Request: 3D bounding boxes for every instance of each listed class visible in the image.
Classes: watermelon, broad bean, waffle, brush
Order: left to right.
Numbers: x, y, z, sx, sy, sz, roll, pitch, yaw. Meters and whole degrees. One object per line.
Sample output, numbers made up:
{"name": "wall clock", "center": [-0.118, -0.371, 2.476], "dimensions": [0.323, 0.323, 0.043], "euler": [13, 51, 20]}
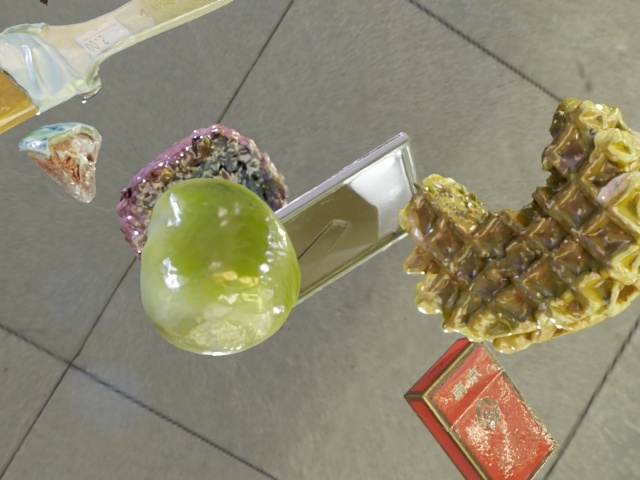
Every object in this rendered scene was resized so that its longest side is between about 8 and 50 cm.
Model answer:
{"name": "watermelon", "center": [-0.382, -0.130, 1.450], "dimensions": [0.071, 0.187, 0.139], "euler": [-24, 93, 20]}
{"name": "brush", "center": [-0.179, -0.179, 0.786], "dimensions": [0.085, 0.020, 0.336], "euler": [44, 49, 6]}
{"name": "broad bean", "center": [-0.080, 0.019, 0.713], "dimensions": [0.125, 0.174, 0.082], "euler": [-1, 132, -16]}
{"name": "waffle", "center": [0.255, -0.013, 1.101], "dimensions": [0.151, 0.324, 0.261], "euler": [-4, 69, -48]}

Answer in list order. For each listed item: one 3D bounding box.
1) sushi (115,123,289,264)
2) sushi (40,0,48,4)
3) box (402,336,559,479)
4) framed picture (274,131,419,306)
{"name": "sushi", "center": [-0.188, -0.046, 1.456], "dimensions": [0.270, 0.171, 0.236], "euler": [-39, 112, -7]}
{"name": "sushi", "center": [-0.589, -0.624, 1.599], "dimensions": [0.296, 0.373, 0.100], "euler": [37, 42, 9]}
{"name": "box", "center": [0.262, 0.294, 1.488], "dimensions": [0.153, 0.074, 0.239], "euler": [-40, 99, -23]}
{"name": "framed picture", "center": [0.000, 0.000, 1.325], "dimensions": [0.335, 0.247, 0.022], "euler": [-32, 61, -4]}
